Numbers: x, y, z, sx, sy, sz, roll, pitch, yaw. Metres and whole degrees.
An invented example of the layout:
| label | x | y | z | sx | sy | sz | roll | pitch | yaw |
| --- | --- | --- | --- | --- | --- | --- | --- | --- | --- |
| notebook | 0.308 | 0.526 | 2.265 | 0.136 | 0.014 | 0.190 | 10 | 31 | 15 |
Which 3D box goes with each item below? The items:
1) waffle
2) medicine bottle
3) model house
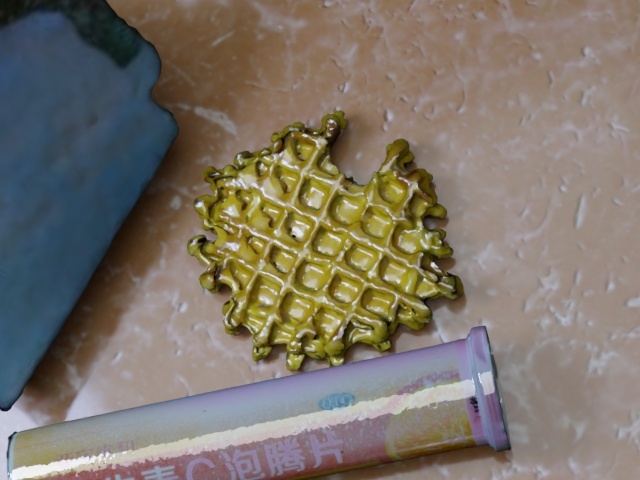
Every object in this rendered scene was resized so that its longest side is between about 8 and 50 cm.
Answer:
| label | x | y | z | sx | sy | sz | roll | pitch | yaw |
| --- | --- | --- | --- | --- | --- | --- | --- | --- | --- |
| waffle | 0.000 | 0.000 | 1.464 | 0.232 | 0.051 | 0.228 | -22 | 78 | 3 |
| medicine bottle | -0.054 | 0.171 | 1.407 | 0.426 | 0.108 | 0.108 | -13 | 75 | 7 |
| model house | -0.370 | -0.099 | 1.449 | 0.339 | 0.297 | 0.360 | 22 | 80 | 44 |
